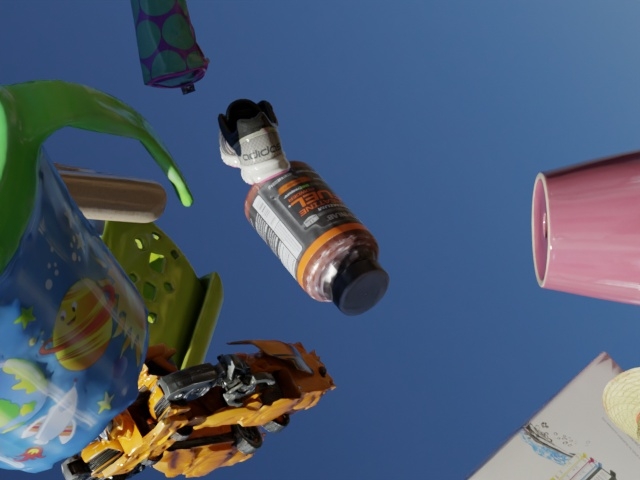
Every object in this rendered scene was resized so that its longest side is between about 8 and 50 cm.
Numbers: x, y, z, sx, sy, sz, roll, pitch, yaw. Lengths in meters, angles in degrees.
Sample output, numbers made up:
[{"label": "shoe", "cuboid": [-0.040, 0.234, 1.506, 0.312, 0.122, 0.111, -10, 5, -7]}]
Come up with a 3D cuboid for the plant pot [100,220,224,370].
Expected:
[{"label": "plant pot", "cuboid": [-0.262, 0.112, 1.711, 0.207, 0.227, 0.228, 32, -124, -25]}]

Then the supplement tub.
[{"label": "supplement tub", "cuboid": [0.000, 0.000, 1.598, 0.106, 0.106, 0.198, 22, -158, -52]}]

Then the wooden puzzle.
[{"label": "wooden puzzle", "cuboid": [-0.367, -0.056, 1.283, 0.322, 0.348, 0.081, 4, -81, -40]}]

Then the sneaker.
[{"label": "sneaker", "cuboid": [-0.073, -0.112, 1.375, 0.170, 0.063, 0.075, -127, 21, -70]}]

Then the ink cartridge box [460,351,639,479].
[{"label": "ink cartridge box", "cuboid": [0.265, 0.275, 1.480, 0.232, 0.171, 0.168, -38, -101, -22]}]

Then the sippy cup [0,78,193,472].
[{"label": "sippy cup", "cuboid": [-0.239, 0.040, 0.925, 0.224, 0.305, 0.240, 50, -140, -45]}]

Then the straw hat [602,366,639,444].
[{"label": "straw hat", "cuboid": [0.335, 0.188, 1.287, 0.144, 0.144, 0.061, 46, -133, -26]}]

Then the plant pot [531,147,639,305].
[{"label": "plant pot", "cuboid": [0.329, -0.014, 1.476, 0.201, 0.180, 0.201, -1, -90, -88]}]

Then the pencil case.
[{"label": "pencil case", "cuboid": [-0.157, -0.229, 1.382, 0.064, 0.070, 0.152, 85, 173, -78]}]

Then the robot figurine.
[{"label": "robot figurine", "cuboid": [-0.120, 0.162, 1.287, 0.291, 0.211, 0.085, 8, -135, -58]}]
